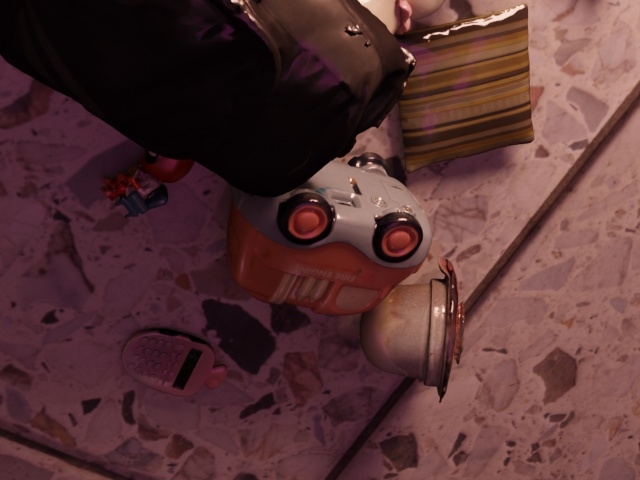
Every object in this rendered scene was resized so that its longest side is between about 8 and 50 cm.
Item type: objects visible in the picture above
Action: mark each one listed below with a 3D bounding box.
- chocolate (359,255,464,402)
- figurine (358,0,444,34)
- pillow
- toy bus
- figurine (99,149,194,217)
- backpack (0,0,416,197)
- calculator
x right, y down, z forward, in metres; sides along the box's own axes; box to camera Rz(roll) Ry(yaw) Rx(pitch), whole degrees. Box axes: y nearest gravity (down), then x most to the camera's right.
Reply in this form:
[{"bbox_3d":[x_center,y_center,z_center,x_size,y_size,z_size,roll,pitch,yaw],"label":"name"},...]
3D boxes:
[{"bbox_3d":[0.135,0.131,1.395,0.147,0.221,0.221,10,112,-1],"label":"chocolate"},{"bbox_3d":[0.094,-0.340,1.180,0.235,0.127,0.155,-34,100,-3],"label":"figurine"},{"bbox_3d":[0.208,-0.217,1.311,0.208,0.052,0.212,-14,116,-8],"label":"pillow"},{"bbox_3d":[0.000,0.000,1.273,0.287,0.194,0.232,12,118,-23],"label":"toy bus"},{"bbox_3d":[-0.222,-0.093,1.221,0.140,0.068,0.075,-37,117,4],"label":"figurine"},{"bbox_3d":[-0.114,-0.233,1.039,0.445,0.255,0.363,38,131,-23],"label":"backpack"},{"bbox_3d":[-0.221,0.186,1.379,0.165,0.024,0.103,22,105,-23],"label":"calculator"}]
